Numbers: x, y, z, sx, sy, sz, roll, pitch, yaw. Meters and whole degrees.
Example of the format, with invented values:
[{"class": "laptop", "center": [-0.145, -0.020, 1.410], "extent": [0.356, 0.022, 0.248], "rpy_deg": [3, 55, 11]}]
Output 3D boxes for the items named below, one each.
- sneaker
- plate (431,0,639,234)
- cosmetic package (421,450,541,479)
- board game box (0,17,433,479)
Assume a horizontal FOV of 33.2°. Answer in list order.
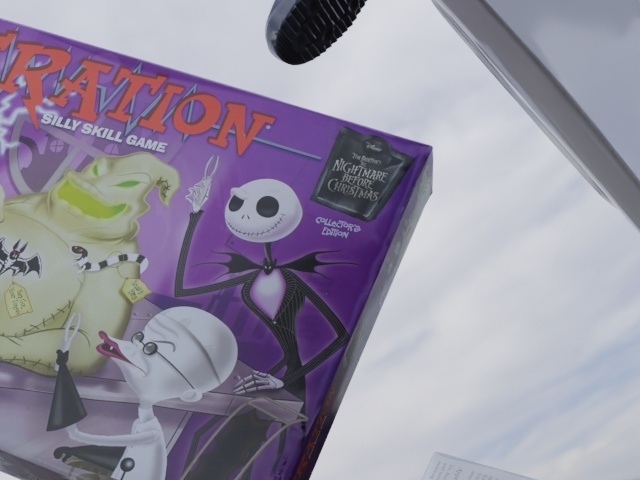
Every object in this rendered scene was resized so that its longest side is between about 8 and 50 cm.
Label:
[{"class": "sneaker", "center": [0.001, -0.354, 1.350], "extent": [0.319, 0.131, 0.112], "rpy_deg": [-56, -32, -21]}, {"class": "plate", "center": [0.154, -0.139, 0.628], "extent": [0.045, 0.277, 0.278], "rpy_deg": [-34, 18, 40]}, {"class": "cosmetic package", "center": [0.200, 0.355, 1.206], "extent": [0.151, 0.184, 0.151], "rpy_deg": [-59, -41, -25]}, {"class": "board game box", "center": [-0.143, -0.003, 0.516], "extent": [0.056, 0.347, 0.208], "rpy_deg": [84, -153, -57]}]
